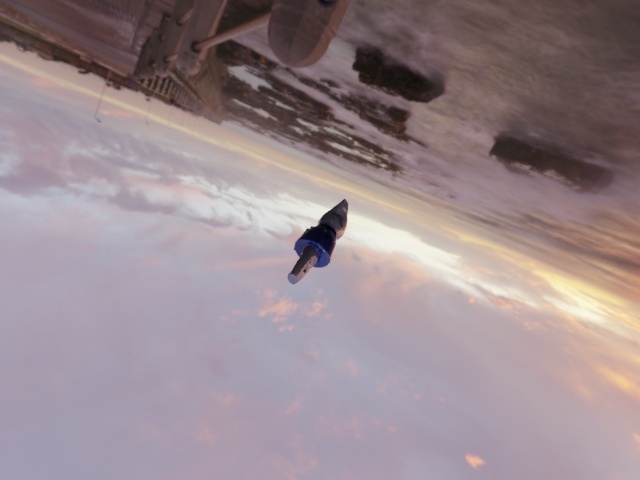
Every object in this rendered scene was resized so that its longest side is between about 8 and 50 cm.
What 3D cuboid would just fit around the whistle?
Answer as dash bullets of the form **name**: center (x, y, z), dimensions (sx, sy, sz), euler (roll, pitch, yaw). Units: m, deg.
- **whistle**: center (0.000, 0.000, 0.310), dimensions (0.029, 0.033, 0.083), euler (25, -132, 13)
